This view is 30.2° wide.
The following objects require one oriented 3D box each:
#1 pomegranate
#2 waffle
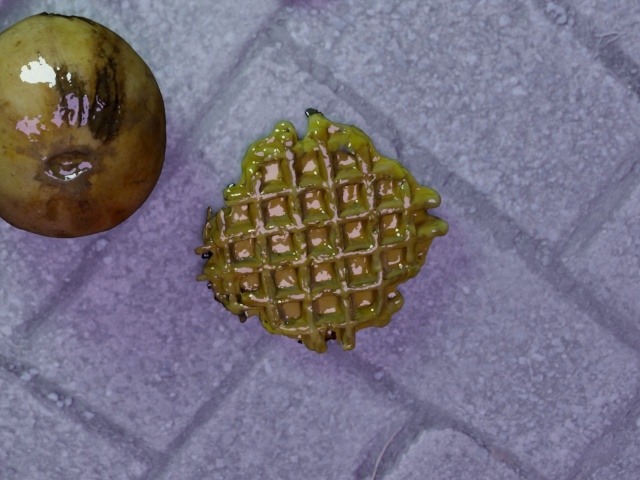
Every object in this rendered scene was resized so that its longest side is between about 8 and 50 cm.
[{"bbox_3d":[-0.374,-0.164,1.708,0.322,0.322,0.322,-4,109,-13],"label":"pomegranate"},{"bbox_3d":[0.000,0.000,1.964,0.382,0.095,0.380,30,101,-19],"label":"waffle"}]
